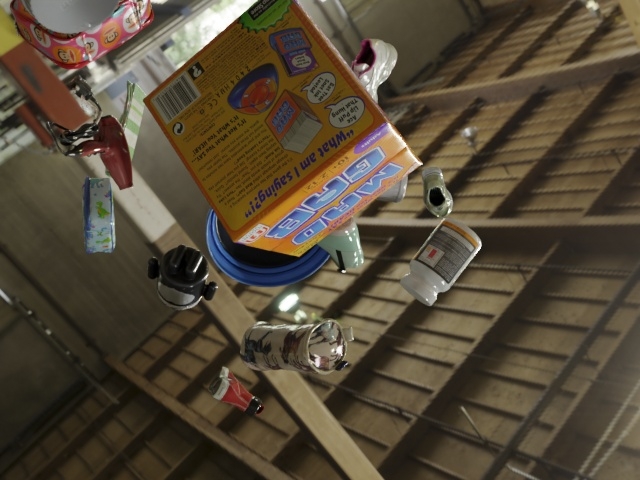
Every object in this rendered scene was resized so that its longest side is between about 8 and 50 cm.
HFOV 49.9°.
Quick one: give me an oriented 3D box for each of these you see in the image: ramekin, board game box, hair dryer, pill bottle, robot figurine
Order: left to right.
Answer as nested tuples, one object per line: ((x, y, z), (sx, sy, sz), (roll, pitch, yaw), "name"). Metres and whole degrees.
((-0.555, -0.230, 1.681), (0.080, 0.293, 0.223), (-11, -130, 25), "hair dryer")
((-0.486, 0.133, 2.415), (0.174, 0.209, 0.278), (-24, 157, -30), "robot figurine")
((-0.062, -0.222, 1.426), (0.357, 0.356, 0.356), (-37, 164, 11), "board game box")
((0.223, -0.233, 2.379), (0.109, 0.207, 0.207), (1, -160, -7), "ramekin")
((0.401, 0.072, 2.315), (0.278, 0.162, 0.162), (-51, -157, -7), "pill bottle")

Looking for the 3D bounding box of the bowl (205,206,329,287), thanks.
((-0.140, -0.045, 2.006), (0.391, 0.391, 0.077), (-33, -148, 7), "bowl")

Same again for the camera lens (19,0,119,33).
((-0.574, -0.613, 1.477), (0.220, 0.274, 0.219), (-28, 159, -12), "camera lens")

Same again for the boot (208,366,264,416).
((-0.271, 0.504, 2.262), (0.088, 0.176, 0.244), (-58, -168, -2), "boot")

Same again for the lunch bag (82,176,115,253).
((-0.639, -0.073, 1.983), (0.090, 0.176, 0.219), (0, 155, -16), "lunch bag")

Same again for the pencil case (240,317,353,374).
((-0.087, 0.325, 2.118), (0.184, 0.159, 0.410), (-2, 175, -37), "pencil case")

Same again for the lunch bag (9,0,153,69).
((-0.579, -0.560, 1.645), (0.293, 0.258, 0.120), (-44, 161, -28), "lunch bag")

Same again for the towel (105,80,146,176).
((-0.668, -0.369, 2.371), (0.248, 0.038, 0.324), (-173, -84, -86), "towel")

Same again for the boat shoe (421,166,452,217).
((0.435, -0.160, 2.602), (0.109, 0.302, 0.094), (-9, -121, 17), "boat shoe")

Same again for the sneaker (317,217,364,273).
((0.000, 0.000, 1.717), (0.094, 0.151, 0.256), (-38, -145, -29), "sneaker")

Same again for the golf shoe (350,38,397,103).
((0.123, -0.483, 2.137), (0.115, 0.140, 0.306), (26, -82, 35), "golf shoe")
